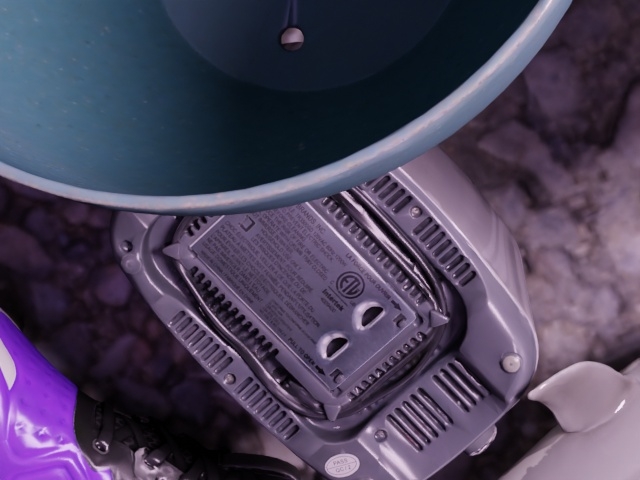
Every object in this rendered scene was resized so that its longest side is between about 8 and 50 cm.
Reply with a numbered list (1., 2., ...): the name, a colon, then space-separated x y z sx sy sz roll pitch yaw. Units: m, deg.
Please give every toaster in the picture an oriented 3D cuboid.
1. toaster: 0.000 0.000 0.889 0.227 0.146 0.129 44 107 -7

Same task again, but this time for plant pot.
1. plant pot: -0.024 -0.141 0.715 0.290 0.195 0.290 -2 83 12

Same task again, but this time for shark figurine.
1. shark figurine: 0.113 0.153 0.891 0.278 0.166 0.116 -48 65 19

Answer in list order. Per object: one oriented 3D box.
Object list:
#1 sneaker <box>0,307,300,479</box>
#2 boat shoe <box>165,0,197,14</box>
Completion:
1. sneaker: -0.084 0.132 0.973 0.146 0.102 0.293 -27 107 10
2. boat shoe: -0.130 -0.098 0.897 0.340 0.113 0.127 -34 75 9
